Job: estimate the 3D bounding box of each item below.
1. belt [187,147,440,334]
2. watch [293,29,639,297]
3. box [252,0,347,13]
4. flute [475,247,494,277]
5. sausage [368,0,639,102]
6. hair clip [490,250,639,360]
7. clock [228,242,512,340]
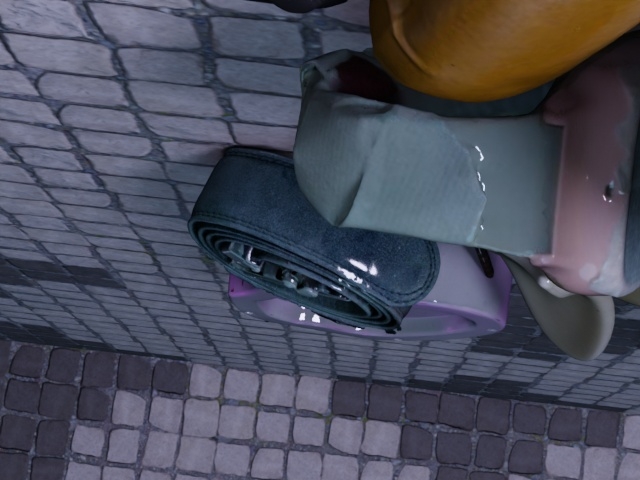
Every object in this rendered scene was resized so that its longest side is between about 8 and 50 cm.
[{"bbox_3d":[0.000,0.000,1.288,0.267,0.116,0.206,18,163,30],"label":"belt"},{"bbox_3d":[0.112,-0.063,0.875,0.241,0.162,0.253,12,-162,32],"label":"watch"},{"bbox_3d":[-0.091,-0.199,0.621,0.288,0.073,0.290,9,167,-11],"label":"box"},{"bbox_3d":[0.153,-0.017,1.348,0.014,0.014,0.269,3,157,17],"label":"flute"},{"bbox_3d":[0.125,-0.158,0.597,0.134,0.116,0.354,13,164,-15],"label":"sausage"},{"bbox_3d":[0.237,0.026,1.287,0.172,0.113,0.282,31,173,42],"label":"hair clip"},{"bbox_3d":[0.055,0.040,1.556,0.338,0.102,0.338,6,167,1],"label":"clock"}]
